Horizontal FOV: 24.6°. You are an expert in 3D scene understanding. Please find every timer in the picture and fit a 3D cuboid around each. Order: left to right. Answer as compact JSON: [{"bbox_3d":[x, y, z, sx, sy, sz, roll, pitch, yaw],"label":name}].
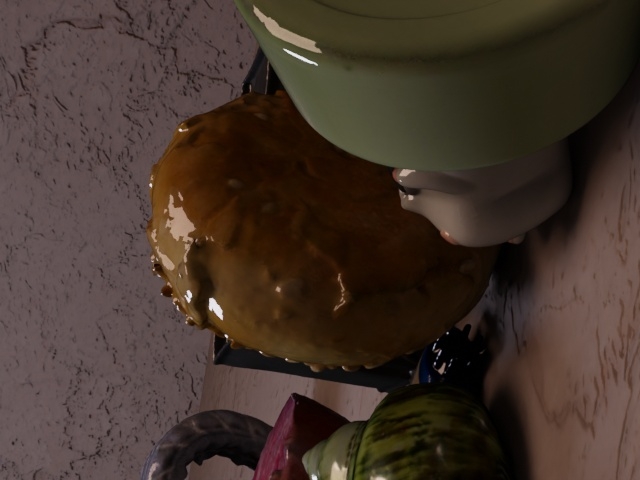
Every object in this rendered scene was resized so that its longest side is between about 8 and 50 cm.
[{"bbox_3d":[0.105,-0.121,1.067,0.315,0.290,0.291,73,-168,-48],"label":"timer"}]

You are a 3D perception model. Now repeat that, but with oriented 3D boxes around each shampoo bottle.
[{"bbox_3d":[0.104,0.144,1.330,0.183,0.050,0.087,108,171,-48],"label":"shampoo bottle"}]

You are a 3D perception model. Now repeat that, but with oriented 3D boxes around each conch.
[{"bbox_3d":[0.067,0.188,1.200,0.187,0.181,0.124,-2,-117,-62],"label":"conch"}]

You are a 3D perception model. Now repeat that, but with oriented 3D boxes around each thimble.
[{"bbox_3d":[-0.124,0.335,1.960,0.172,0.236,0.205,128,142,-73],"label":"thimble"}]

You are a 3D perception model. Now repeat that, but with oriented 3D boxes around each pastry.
[{"bbox_3d":[0.000,0.000,1.263,0.284,0.315,0.184,54,145,35],"label":"pastry"}]

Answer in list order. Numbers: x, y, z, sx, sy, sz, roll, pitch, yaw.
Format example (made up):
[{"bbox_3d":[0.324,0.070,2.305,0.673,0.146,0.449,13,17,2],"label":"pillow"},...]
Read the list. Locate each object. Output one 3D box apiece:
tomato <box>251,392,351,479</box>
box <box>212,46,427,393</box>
[{"bbox_3d":[0.008,0.301,1.399,0.335,0.176,0.290,123,161,-81],"label":"tomato"},{"bbox_3d":[0.017,-0.032,1.513,0.251,0.204,0.345,134,142,-74],"label":"box"}]
